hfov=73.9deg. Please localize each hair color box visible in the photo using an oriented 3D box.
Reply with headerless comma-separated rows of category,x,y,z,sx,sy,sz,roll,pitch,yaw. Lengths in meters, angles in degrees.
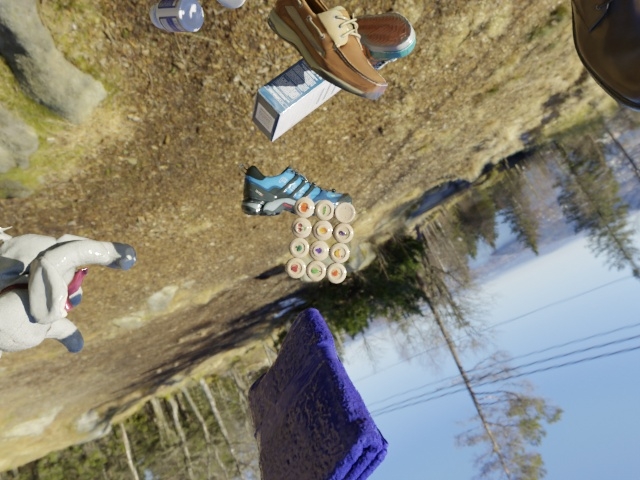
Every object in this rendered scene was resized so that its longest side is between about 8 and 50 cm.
hair color box,-0.051,-0.480,1.342,0.347,0.105,0.174,-43,180,-21

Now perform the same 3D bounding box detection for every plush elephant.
plush elephant,-0.566,0.120,0.860,0.271,0.255,0.330,-27,148,13

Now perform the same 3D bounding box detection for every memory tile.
memory tile,0.000,0.000,0.763,0.113,0.148,0.012,8,-178,-2

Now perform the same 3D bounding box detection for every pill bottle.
pill bottle,-0.526,-0.816,1.540,0.186,0.112,0.112,17,-171,31

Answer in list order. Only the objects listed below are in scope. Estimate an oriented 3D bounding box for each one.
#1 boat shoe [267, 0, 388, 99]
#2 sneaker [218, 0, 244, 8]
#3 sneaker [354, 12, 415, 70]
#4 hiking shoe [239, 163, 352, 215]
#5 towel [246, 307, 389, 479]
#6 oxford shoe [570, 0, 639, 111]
boat shoe,0.018,-0.429,0.895,0.122,0.324,0.120,-28,158,-52
sneaker,-0.246,-0.653,0.883,0.104,0.147,0.296,-11,141,30
sneaker,0.155,-0.493,1.083,0.108,0.302,0.121,-44,128,3
hiking shoe,-0.053,-0.130,1.103,0.304,0.132,0.113,-1,-178,-23
towel,-0.020,0.276,0.666,0.076,0.308,0.228,27,103,-24
oxford shoe,0.270,-0.227,0.394,0.082,0.227,0.096,-24,170,36
